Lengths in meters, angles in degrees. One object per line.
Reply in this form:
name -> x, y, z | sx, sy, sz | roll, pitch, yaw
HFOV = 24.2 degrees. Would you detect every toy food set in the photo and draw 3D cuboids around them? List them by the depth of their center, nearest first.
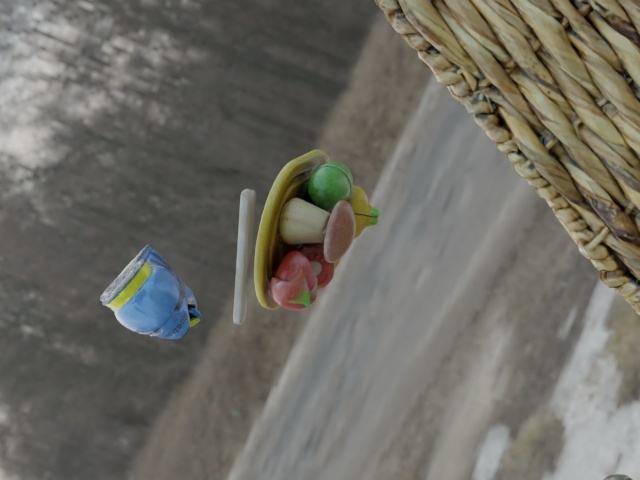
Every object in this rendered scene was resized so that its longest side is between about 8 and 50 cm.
toy food set -> 0.000, 0.000, 1.240 | 0.218, 0.071, 0.128 | -36, -44, -67

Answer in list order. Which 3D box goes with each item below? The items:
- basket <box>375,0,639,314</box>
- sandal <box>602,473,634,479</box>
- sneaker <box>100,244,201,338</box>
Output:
basket -> 0.161, -0.158, 0.707 | 0.223, 0.299, 0.213 | -37, 11, 27
sandal -> 0.277, 0.228, 1.103 | 0.049, 0.180, 0.072 | -37, 23, 29
sneaker -> -0.157, 0.057, 1.413 | 0.069, 0.082, 0.209 | -50, 10, -1
